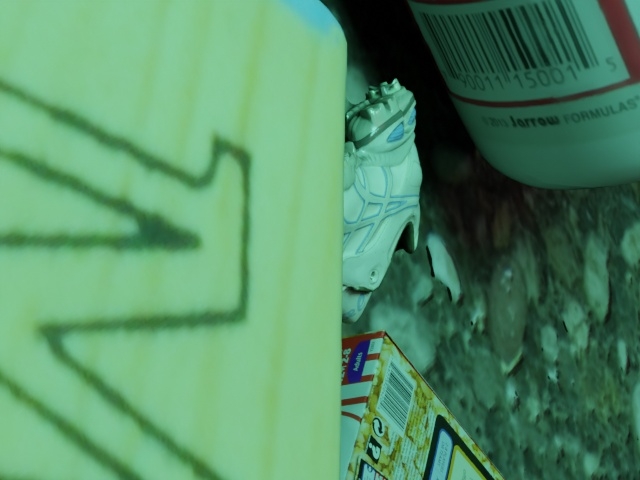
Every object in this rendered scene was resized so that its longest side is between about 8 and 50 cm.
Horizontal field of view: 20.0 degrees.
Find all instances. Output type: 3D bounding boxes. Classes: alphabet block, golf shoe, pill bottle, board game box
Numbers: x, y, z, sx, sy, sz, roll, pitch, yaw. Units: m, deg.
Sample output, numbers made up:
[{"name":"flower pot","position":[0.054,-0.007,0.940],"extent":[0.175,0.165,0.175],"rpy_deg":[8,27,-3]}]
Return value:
[{"name":"alphabet block","position":[-0.118,0.024,0.423],"extent":[0.193,0.192,0.197],"rpy_deg":[27,57,-48]},{"name":"golf shoe","position":[0.000,0.000,0.723],"extent":[0.176,0.069,0.086],"rpy_deg":[-39,117,-53]},{"name":"pill bottle","position":[0.095,-0.246,0.798],"extent":[0.408,0.229,0.229],"rpy_deg":[62,36,-22]},{"name":"board game box","position":[0.043,0.154,0.748],"extent":[0.193,0.045,0.147],"rpy_deg":[51,41,-34]}]
